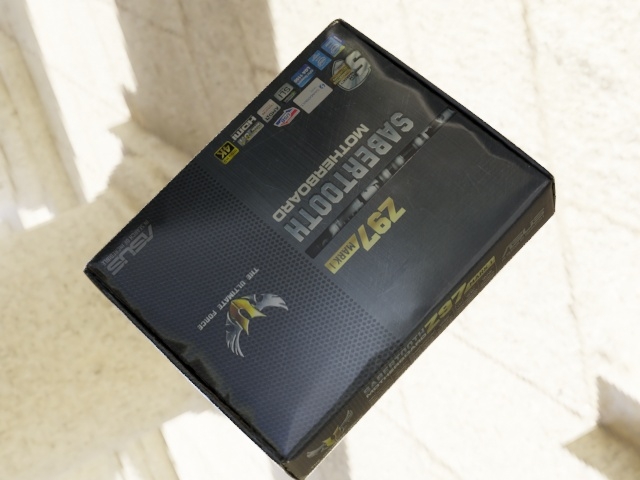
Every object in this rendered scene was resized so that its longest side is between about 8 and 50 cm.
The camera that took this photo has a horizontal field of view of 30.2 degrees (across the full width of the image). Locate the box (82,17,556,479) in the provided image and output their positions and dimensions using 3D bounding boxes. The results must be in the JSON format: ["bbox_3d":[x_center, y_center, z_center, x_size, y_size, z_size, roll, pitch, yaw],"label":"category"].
[{"bbox_3d":[0.000,0.000,0.723,0.183,0.232,0.059,41,172,23],"label":"box"}]
